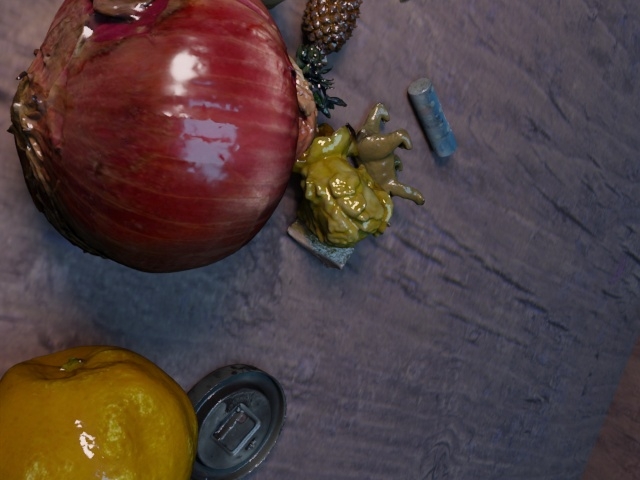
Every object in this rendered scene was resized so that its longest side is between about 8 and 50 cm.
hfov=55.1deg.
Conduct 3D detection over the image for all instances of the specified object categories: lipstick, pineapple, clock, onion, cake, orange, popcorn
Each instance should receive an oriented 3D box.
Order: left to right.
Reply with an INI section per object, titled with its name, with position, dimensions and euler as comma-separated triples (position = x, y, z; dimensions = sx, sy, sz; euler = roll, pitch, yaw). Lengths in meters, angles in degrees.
[orange]
position = -0.289, 0.252, 0.754
dimensions = 0.279, 0.279, 0.235
euler = 4, 89, -42
[onion]
position = -0.181, -0.132, 0.665
dimensions = 0.353, 0.353, 0.354
euler = -16, 116, -36
[clock]
position = -0.155, 0.315, 1.050
dimensions = 0.215, 0.042, 0.215
euler = -16, 115, -37
[cake]
position = 0.000, 0.000, 1.061
dimensions = 0.121, 0.065, 0.052
euler = 41, 75, -35
[pineapple]
position = 0.010, -0.301, 0.936
dimensions = 0.103, 0.083, 0.221
euler = 9, 102, -42
[popcorn]
position = 0.021, -0.084, 0.976
dimensions = 0.173, 0.168, 0.195
euler = -17, 111, 6
[lipstick]
position = 0.214, -0.231, 1.164
dimensions = 0.048, 0.048, 0.158
euler = -48, 130, -17

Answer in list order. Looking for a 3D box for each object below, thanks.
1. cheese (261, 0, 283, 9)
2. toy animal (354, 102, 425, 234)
[cheese]
position = -0.113, -0.366, 0.737
dimensions = 0.117, 0.235, 0.218
euler = -55, 174, 11
[toy animal]
position = 0.110, -0.123, 1.097
dimensions = 0.101, 0.103, 0.219
euler = -26, 126, -9
